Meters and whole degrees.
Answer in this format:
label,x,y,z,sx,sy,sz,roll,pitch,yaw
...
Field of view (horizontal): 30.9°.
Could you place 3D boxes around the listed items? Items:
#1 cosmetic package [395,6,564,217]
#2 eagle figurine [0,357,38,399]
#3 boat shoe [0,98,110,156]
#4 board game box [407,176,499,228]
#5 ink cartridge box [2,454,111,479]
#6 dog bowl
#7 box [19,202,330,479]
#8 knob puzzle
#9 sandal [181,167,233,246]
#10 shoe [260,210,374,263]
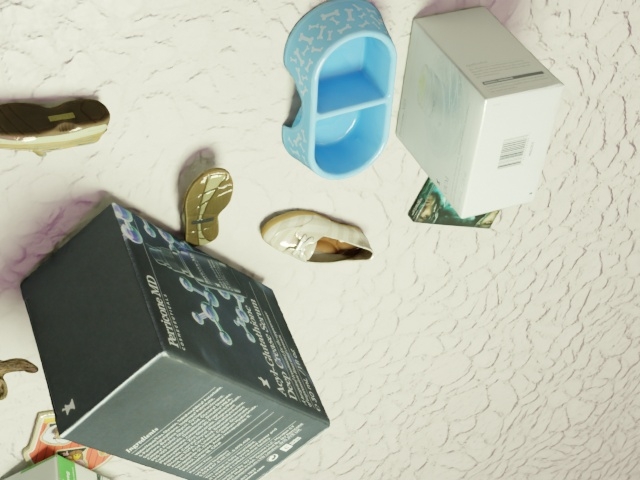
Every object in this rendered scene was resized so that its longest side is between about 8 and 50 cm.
label,x,y,z,sx,sy,sz,roll,pitch,yaw
cosmetic package,0.232,-0.197,1.764,0.138,0.224,0.224,-13,135,-20
eagle figurine,-0.591,0.175,1.611,0.298,0.225,0.226,4,143,-49
boat shoe,-0.374,-0.139,1.542,0.190,0.068,0.072,-6,144,-29
board game box,0.255,-0.080,2.045,0.186,0.026,0.126,4,126,-36
ink cartridge box,-0.452,0.470,2.035,0.153,0.087,0.208,-28,142,16
dog bowl,0.033,-0.214,1.730,0.166,0.074,0.297,-16,137,-20
box,-0.216,0.174,1.755,0.212,0.293,0.395,-40,140,17
knob puzzle,-0.422,0.365,2.021,0.213,0.030,0.213,-19,138,-18
sandal,-0.180,-0.056,1.767,0.072,0.049,0.180,-9,148,-19
shoe,0.000,0.000,1.926,0.219,0.058,0.076,7,124,-38
